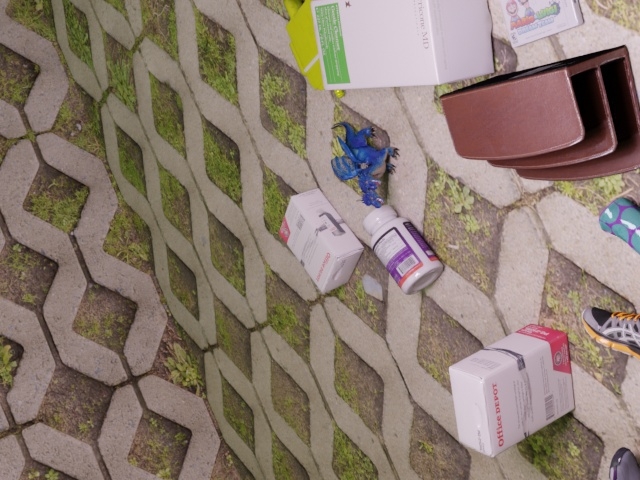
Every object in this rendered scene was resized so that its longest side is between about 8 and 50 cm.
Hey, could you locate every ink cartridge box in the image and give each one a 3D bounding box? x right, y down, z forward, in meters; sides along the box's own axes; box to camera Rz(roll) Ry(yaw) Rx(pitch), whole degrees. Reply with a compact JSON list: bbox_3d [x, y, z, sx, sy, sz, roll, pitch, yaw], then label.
[{"bbox_3d":[0.000,0.000,2.304,0.218,0.092,0.158,55,146,25],"label":"ink cartridge box"},{"bbox_3d":[0.374,0.288,1.753,0.100,0.237,0.172,13,119,54],"label":"ink cartridge box"}]

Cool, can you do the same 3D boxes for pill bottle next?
[{"bbox_3d":[0.179,0.017,2.020,0.193,0.108,0.108,55,146,22],"label":"pill bottle"}]

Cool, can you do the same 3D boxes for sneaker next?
[{"bbox_3d":[0.554,0.158,1.563,0.215,0.084,0.083,28,117,43],"label":"sneaker"},{"bbox_3d":[0.609,0.484,1.673,0.098,0.083,0.223,6,124,49],"label":"sneaker"}]

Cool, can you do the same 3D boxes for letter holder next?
[{"bbox_3d":[0.381,-0.187,1.547,0.302,0.152,0.214,-1,109,57],"label":"letter holder"}]

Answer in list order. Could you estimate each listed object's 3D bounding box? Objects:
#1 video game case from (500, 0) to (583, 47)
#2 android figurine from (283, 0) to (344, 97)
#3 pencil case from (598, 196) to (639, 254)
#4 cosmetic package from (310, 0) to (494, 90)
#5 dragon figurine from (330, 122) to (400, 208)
[{"bbox_3d":[0.371,-0.420,1.548,0.157,0.019,0.143,-7,102,58],"label":"video game case"},{"bbox_3d":[0.004,-0.460,2.058,0.273,0.056,0.248,65,148,8],"label":"android figurine"},{"bbox_3d":[0.538,-0.003,1.495,0.151,0.064,0.070,48,127,31],"label":"pencil case"},{"bbox_3d":[0.154,-0.404,1.765,0.365,0.155,0.197,10,113,56],"label":"cosmetic package"},{"bbox_3d":[0.077,-0.190,2.021,0.289,0.144,0.085,48,143,31],"label":"dragon figurine"}]
